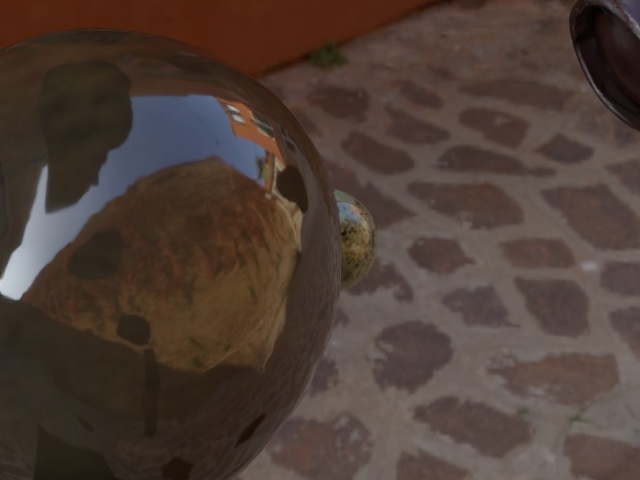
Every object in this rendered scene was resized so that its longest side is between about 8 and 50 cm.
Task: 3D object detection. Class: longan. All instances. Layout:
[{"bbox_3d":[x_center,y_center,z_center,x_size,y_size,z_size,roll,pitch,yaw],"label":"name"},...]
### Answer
[{"bbox_3d":[-0.109,0.012,0.598,0.258,0.258,0.258,-1,33,1],"label":"longan"}]

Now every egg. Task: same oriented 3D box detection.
[{"bbox_3d":[0.000,0.000,0.906,0.085,0.085,0.110,-19,13,-25],"label":"egg"}]

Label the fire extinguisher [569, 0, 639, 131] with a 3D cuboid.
[{"bbox_3d":[0.285,-0.165,0.677,0.269,0.104,0.105,-31,39,-9],"label":"fire extinguisher"}]
